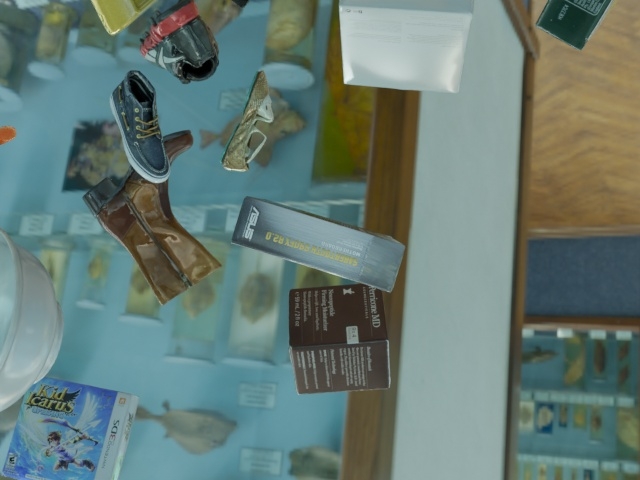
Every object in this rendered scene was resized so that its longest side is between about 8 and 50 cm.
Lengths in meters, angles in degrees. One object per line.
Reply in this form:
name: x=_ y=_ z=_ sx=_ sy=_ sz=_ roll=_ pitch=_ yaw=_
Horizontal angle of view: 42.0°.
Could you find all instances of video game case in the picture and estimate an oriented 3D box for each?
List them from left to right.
video game case: x=-0.593 y=0.463 z=1.985 sx=0.270 sy=0.244 sz=0.061 roll=9 pitch=163 yaw=9

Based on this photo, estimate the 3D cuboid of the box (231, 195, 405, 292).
box: x=0.000 y=0.000 z=1.000 sx=0.183 sy=0.056 sz=0.231 roll=18 pitch=-177 yaw=0

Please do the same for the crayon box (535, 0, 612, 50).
crayon box: x=0.434 y=-0.429 z=1.219 sx=0.081 sy=0.318 sz=0.202 roll=32 pitch=132 yaw=11

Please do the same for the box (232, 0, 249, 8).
box: x=-0.153 y=-0.463 z=1.303 sx=0.147 sy=0.180 sz=0.077 roll=34 pitch=116 yaw=-22

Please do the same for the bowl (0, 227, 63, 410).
bowl: x=-0.476 y=0.133 z=1.230 sx=0.298 sy=0.298 sz=0.134 roll=-7 pitch=160 yaw=40

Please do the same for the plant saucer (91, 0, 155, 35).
plant saucer: x=-0.408 y=-0.685 z=1.902 sx=0.081 sy=0.332 sz=0.333 roll=23 pitch=151 yaw=32

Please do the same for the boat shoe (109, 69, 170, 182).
boat shoe: x=-0.295 y=-0.190 z=1.392 sx=0.065 sy=0.183 sz=0.083 roll=-21 pitch=170 yaw=-36

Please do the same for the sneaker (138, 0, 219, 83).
sneaker: x=-0.251 y=-0.338 z=1.501 sx=0.135 sy=0.098 sz=0.276 roll=55 pitch=164 yaw=-10

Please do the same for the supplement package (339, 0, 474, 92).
supplement package: x=0.135 y=-0.353 z=1.299 sx=0.194 sy=0.149 sz=0.203 roll=6 pitch=158 yaw=6

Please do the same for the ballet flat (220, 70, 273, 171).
ballet flat: x=-0.130 y=-0.228 z=1.638 sx=0.067 sy=0.206 sz=0.073 roll=22 pitch=-172 yaw=2

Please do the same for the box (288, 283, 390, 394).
box: x=0.040 y=0.208 z=1.772 sx=0.203 sy=0.168 sz=0.167 roll=-5 pitch=134 yaw=2

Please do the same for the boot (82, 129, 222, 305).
boot: x=-0.294 y=-0.050 z=1.672 sx=0.280 sy=0.264 sz=0.096 roll=52 pitch=174 yaw=-3

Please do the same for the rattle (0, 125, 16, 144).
rattle: x=-0.498 y=-0.101 z=1.075 sx=0.200 sy=0.142 sz=0.130 roll=16 pitch=178 yaw=6
